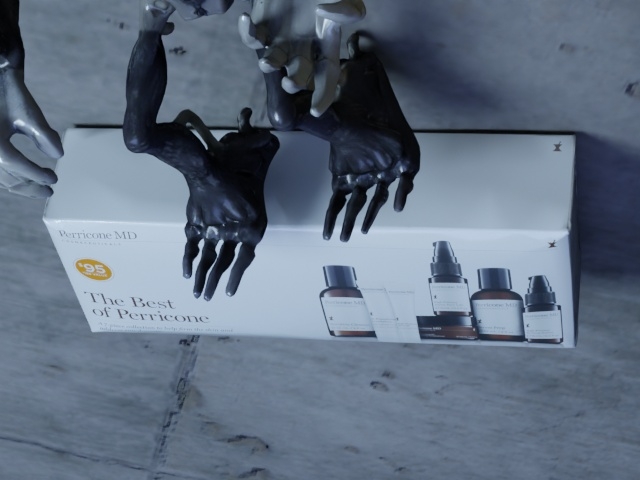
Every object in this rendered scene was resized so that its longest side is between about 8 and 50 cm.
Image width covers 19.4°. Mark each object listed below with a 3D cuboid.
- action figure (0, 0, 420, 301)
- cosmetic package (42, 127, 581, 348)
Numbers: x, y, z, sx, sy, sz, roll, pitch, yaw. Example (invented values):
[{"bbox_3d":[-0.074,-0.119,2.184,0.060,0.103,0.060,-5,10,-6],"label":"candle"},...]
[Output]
[{"bbox_3d":[-0.057,-0.086,0.704,0.164,0.141,0.275,-15,140,19],"label":"action figure"},{"bbox_3d":[0.000,0.000,0.878,0.239,0.060,0.099,1,143,11],"label":"cosmetic package"}]
